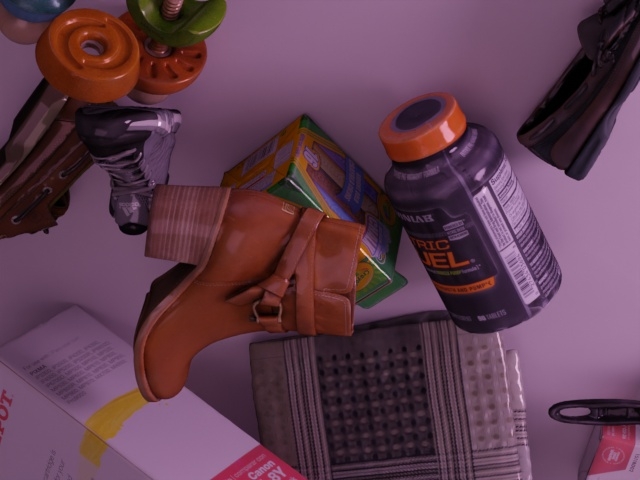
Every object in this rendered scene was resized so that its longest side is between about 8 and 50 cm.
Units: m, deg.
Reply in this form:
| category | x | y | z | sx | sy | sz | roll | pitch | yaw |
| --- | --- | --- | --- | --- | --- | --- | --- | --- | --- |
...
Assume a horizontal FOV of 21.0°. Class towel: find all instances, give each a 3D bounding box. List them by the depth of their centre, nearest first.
| category | x | y | z | sx | sy | sz | roll | pitch | yaw |
| --- | --- | --- | --- | --- | --- | --- | --- | --- | --- |
| towel | 0.085 | 0.247 | 1.970 | 0.312 | 0.056 | 0.324 | -7 | 92 | 18 |

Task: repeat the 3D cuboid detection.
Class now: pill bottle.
| category | x | y | z | sx | sy | sz | roll | pitch | yaw |
| --- | --- | --- | --- | --- | --- | --- | --- | --- | --- |
| pill bottle | 0.149 | -0.033 | 1.792 | 0.130 | 0.130 | 0.245 | -18 | 119 | 21 |

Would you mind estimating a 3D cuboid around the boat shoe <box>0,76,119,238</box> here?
| category | x | y | z | sx | sy | sz | roll | pitch | yaw |
| --- | --- | --- | --- | --- | --- | --- | --- | --- | --- |
| boat shoe | -0.323 | -0.047 | 1.876 | 0.104 | 0.110 | 0.307 | 32 | 122 | -17 |

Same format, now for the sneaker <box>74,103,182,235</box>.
| category | x | y | z | sx | sy | sz | roll | pitch | yaw |
| --- | --- | --- | --- | --- | --- | --- | --- | --- | --- |
| sneaker | -0.188 | -0.068 | 1.730 | 0.086 | 0.229 | 0.132 | 5 | 95 | 11 |

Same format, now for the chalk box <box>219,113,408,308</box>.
| category | x | y | z | sx | sy | sz | roll | pitch | yaw |
| --- | --- | --- | --- | --- | --- | --- | --- | --- | --- |
| chalk box | 0.000 | 0.000 | 1.840 | 0.132 | 0.132 | 0.213 | -35 | 112 | 29 |

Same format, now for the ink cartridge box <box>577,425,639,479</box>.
| category | x | y | z | sx | sy | sz | roll | pitch | yaw |
| --- | --- | --- | --- | --- | --- | --- | --- | --- | --- |
| ink cartridge box | 0.407 | 0.272 | 1.994 | 0.198 | 0.067 | 0.115 | 13 | 125 | 1 |

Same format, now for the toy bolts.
| category | x | y | z | sx | sy | sz | roll | pitch | yaw |
| --- | --- | --- | --- | --- | --- | --- | --- | --- | --- |
| toy bolts | -0.245 | -0.203 | 1.720 | 0.228 | 0.218 | 0.158 | 38 | 140 | 6 |

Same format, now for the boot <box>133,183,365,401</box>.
| category | x | y | z | sx | sy | sz | roll | pitch | yaw |
| --- | --- | --- | --- | --- | --- | --- | --- | --- | --- |
| boot | -0.074 | 0.069 | 1.774 | 0.220 | 0.109 | 0.283 | 10 | 121 | -1 |

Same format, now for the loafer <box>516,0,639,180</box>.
| category | x | y | z | sx | sy | sz | roll | pitch | yaw |
| --- | --- | --- | --- | --- | --- | --- | --- | --- | --- |
| loafer | 0.274 | -0.175 | 1.696 | 0.084 | 0.096 | 0.267 | 23 | 127 | 1 |

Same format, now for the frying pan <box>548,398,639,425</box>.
| category | x | y | z | sx | sy | sz | roll | pitch | yaw |
| --- | --- | --- | --- | --- | --- | --- | --- | --- | --- |
| frying pan | 0.439 | 0.170 | 1.899 | 0.326 | 0.053 | 0.197 | 21 | 103 | -4 |

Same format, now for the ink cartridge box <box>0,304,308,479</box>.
| category | x | y | z | sx | sy | sz | roll | pitch | yaw |
| --- | --- | --- | --- | --- | --- | --- | --- | --- | --- |
| ink cartridge box | -0.225 | 0.300 | 1.985 | 0.385 | 0.160 | 0.279 | 35 | 127 | 18 |
